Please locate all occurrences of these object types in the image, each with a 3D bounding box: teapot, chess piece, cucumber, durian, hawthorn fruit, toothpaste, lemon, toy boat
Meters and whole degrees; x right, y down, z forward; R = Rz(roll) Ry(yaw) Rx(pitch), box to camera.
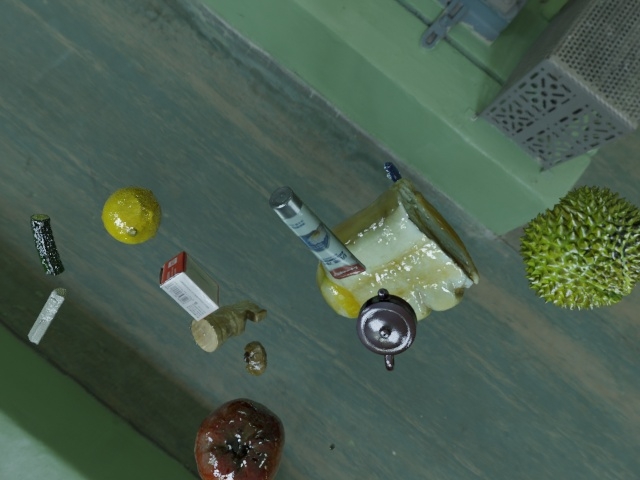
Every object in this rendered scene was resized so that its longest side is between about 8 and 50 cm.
[{"bbox_3d":[0.074,0.100,0.481,0.068,0.045,0.100,-5,99,15],"label":"teapot"},{"bbox_3d":[-0.334,0.299,1.622,0.137,0.301,0.137,8,107,29],"label":"chess piece"},{"bbox_3d":[-0.804,0.013,1.262,0.058,0.058,0.187,-3,117,-7],"label":"cucumber"},{"bbox_3d":[0.368,0.001,0.597,0.146,0.159,0.198,38,67,-3],"label":"durian"},{"bbox_3d":[-0.273,0.674,1.401,0.285,0.369,0.284,12,58,-21],"label":"hawthorn fruit"},{"bbox_3d":[0.000,0.000,0.655,0.062,0.239,0.039,-18,53,20],"label":"toothpaste"},{"bbox_3d":[-0.779,-0.108,1.791,0.234,0.288,0.233,-8,124,-11],"label":"lemon"},{"bbox_3d":[0.214,-0.197,1.283,0.038,0.038,0.083,-42,112,-10],"label":"toy boat"}]

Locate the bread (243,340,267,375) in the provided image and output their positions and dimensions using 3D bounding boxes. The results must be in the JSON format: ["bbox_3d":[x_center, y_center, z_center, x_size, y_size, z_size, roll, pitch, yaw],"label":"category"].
[{"bbox_3d":[-0.215,0.388,1.416,0.060,0.082,0.113,0,75,-35],"label":"bread"}]

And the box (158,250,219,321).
[{"bbox_3d":[-0.406,0.143,1.335,0.099,0.133,0.182,-34,122,4],"label":"box"}]

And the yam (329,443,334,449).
[{"bbox_3d":[0.035,0.622,1.296,0.014,0.107,0.014,-2,68,5],"label":"yam"}]

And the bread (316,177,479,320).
[{"bbox_3d":[0.158,0.049,1.010,0.300,0.210,0.341,43,122,-13],"label":"bread"}]

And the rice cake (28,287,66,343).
[{"bbox_3d":[-1.034,0.286,1.633,0.256,0.052,0.057,-52,54,17],"label":"rice cake"}]
